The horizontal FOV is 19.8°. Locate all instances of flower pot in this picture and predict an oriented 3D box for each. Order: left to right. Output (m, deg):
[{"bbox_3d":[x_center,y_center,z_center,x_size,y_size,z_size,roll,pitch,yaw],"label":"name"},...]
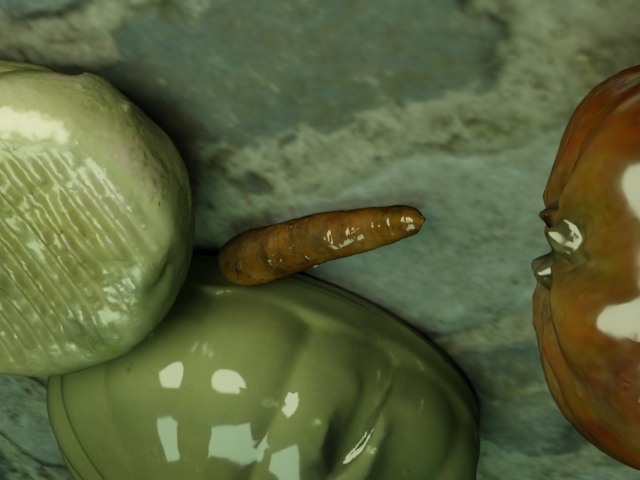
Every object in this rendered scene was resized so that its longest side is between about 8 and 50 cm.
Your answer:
[{"bbox_3d":[-0.059,0.183,1.223,0.307,0.244,0.307,16,151,9],"label":"flower pot"}]

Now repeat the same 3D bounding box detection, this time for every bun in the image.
[{"bbox_3d":[-0.176,-0.018,1.086,0.237,0.116,0.210,-24,127,32],"label":"bun"}]

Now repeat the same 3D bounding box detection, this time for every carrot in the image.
[{"bbox_3d":[-0.001,0.000,1.092,0.165,0.036,0.035,-16,135,43],"label":"carrot"}]

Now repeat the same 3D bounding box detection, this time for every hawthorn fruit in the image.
[{"bbox_3d":[0.220,0.015,0.843,0.251,0.199,0.199,6,151,-7],"label":"hawthorn fruit"}]
